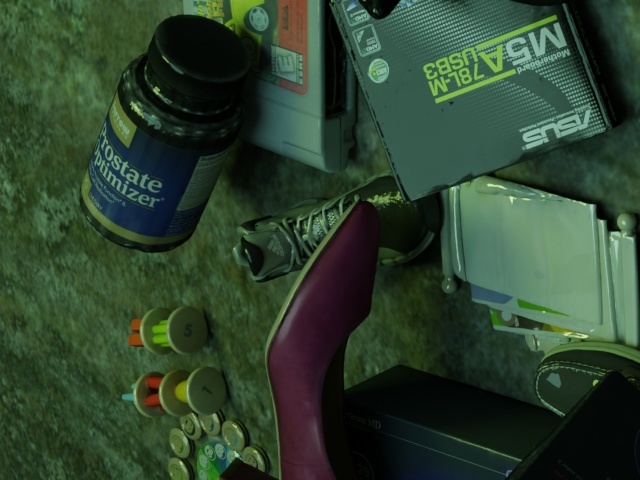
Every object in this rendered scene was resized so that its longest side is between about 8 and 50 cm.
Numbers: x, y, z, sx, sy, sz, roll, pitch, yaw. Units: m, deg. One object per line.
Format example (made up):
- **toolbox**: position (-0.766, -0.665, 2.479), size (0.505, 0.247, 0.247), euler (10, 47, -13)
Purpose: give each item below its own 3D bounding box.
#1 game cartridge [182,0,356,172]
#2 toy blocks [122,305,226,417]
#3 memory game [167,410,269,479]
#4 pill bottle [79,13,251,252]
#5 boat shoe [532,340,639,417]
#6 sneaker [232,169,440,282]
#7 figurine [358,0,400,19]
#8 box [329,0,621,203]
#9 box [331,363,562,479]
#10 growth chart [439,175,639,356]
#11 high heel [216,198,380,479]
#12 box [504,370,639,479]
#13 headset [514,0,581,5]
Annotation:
- **game cartridge**: position (-0.050, -0.224, 1.752), size (0.196, 0.060, 0.294), euler (25, 124, 44)
- **toy blocks**: position (-0.177, 0.134, 2.049), size (0.148, 0.054, 0.123), euler (-9, 101, 50)
- **memory game**: position (-0.108, 0.269, 2.066), size (0.186, 0.012, 0.186), euler (22, 122, 41)
- **pill bottle**: position (-0.144, -0.102, 1.775), size (0.123, 0.123, 0.219), euler (47, 135, 23)
- **boat shoe**: position (0.265, 0.144, 1.530), size (0.224, 0.073, 0.080), euler (19, 121, 31)
- **sneaker**: position (0.000, 0.000, 1.724), size (0.229, 0.132, 0.086), euler (-17, 91, 53)
- **figurine**: position (0.061, -0.298, 1.469), size (0.209, 0.092, 0.215), euler (-108, 35, -62)
- **box**: position (0.125, -0.146, 1.536), size (0.191, 0.045, 0.184), euler (-19, 90, 22)
- **box**: position (0.139, 0.238, 1.712), size (0.261, 0.103, 0.184), euler (14, 114, 44)
- **growth chart**: position (0.185, 0.021, 1.623), size (0.237, 0.021, 0.172), euler (23, 123, 40)
- **high heel**: position (0.031, 0.152, 1.675), size (0.181, 0.127, 0.377), euler (24, 117, 8)
- **box**: position (0.188, 0.250, 1.409), size (0.165, 0.270, 0.143), euler (43, 131, 8)
- **headset**: position (0.200, -0.268, 1.314), size (0.394, 0.185, 0.243), euler (-112, 35, -68)
